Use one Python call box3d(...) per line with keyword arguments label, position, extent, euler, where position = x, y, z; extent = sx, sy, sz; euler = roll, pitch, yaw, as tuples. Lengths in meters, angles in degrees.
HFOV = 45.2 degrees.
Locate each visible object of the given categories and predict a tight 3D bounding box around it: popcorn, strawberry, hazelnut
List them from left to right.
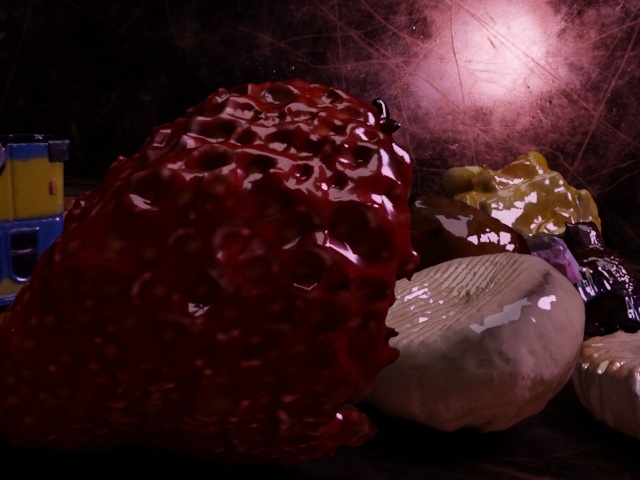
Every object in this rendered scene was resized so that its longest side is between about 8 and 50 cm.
box3d(label="strawberry", position=(-0.068, 0.023, 0.495), extent=(0.258, 0.261, 0.261), euler=(11, 6, -4))
box3d(label="hazelnut", position=(0.166, 0.025, 1.007), extent=(0.161, 0.170, 0.201), euler=(2, 36, -48))
box3d(label="popcorn", position=(0.315, -0.019, 1.267), extent=(0.287, 0.251, 0.215), euler=(-4, 6, -13))

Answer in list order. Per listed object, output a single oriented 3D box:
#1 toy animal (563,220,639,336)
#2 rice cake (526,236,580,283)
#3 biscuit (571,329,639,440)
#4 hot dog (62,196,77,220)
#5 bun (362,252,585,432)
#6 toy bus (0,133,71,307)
box3d(label="toy animal", position=(0.414, 0.048, 1.108), extent=(0.219, 0.179, 0.116), euler=(3, -18, -28))
box3d(label="rice cake", position=(0.215, 0.043, 1.093), extent=(0.290, 0.081, 0.051), euler=(-5, 36, 29))
box3d(label="biscuit", position=(0.320, 0.127, 0.698), extent=(0.179, 0.084, 0.281), euler=(12, 9, 34))
box3d(label="hot dog", position=(-0.315, -0.002, 1.059), extent=(0.262, 0.093, 0.123), euler=(5, 38, 9))
box3d(label="bun", position=(0.119, 0.096, 0.638), extent=(0.223, 0.127, 0.222), euler=(-21, 14, 5))
box3d(label="toy bus", position=(-0.369, -0.015, 0.659), extent=(0.288, 0.175, 0.138), euler=(-9, 14, -43))
